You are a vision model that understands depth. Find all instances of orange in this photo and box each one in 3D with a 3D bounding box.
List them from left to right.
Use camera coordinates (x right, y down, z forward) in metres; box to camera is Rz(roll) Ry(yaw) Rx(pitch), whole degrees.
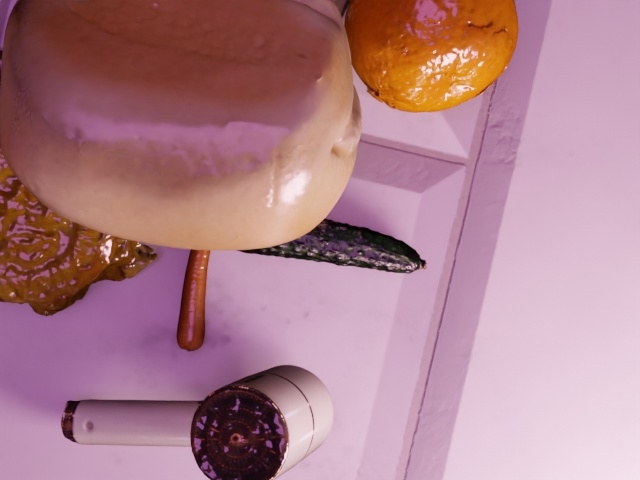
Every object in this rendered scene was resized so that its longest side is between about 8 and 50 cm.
[{"bbox_3d":[0.138,-0.267,1.244,0.219,0.219,0.193,-33,56,-2],"label":"orange"}]

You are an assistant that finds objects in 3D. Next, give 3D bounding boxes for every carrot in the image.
[{"bbox_3d":[-0.166,0.054,1.316,0.037,0.037,0.190,6,87,-2],"label":"carrot"}]

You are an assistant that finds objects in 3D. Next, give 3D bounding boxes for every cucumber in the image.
[{"bbox_3d":[0.000,0.000,1.310,0.294,0.067,0.067,8,89,-3],"label":"cucumber"}]

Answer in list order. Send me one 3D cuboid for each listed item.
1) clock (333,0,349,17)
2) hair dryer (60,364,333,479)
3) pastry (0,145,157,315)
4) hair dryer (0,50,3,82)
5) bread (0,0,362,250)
[{"bbox_3d":[-0.133,-0.351,1.280,0.349,0.117,0.286,26,89,-1],"label":"clock"},{"bbox_3d":[-0.182,0.233,1.258,0.362,0.203,0.128,-2,90,17],"label":"hair dryer"},{"bbox_3d":[-0.365,-0.022,1.255,0.240,0.132,0.235,-24,93,3],"label":"pastry"},{"bbox_3d":[-0.496,-0.176,1.288,0.341,0.123,0.312,-3,101,-13],"label":"hair dryer"},{"bbox_3d":[-0.142,-0.147,1.090,0.376,0.253,0.348,4,47,-2],"label":"bread"}]
